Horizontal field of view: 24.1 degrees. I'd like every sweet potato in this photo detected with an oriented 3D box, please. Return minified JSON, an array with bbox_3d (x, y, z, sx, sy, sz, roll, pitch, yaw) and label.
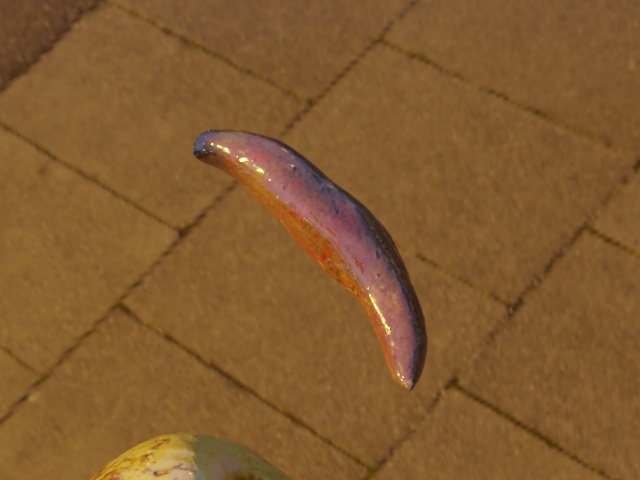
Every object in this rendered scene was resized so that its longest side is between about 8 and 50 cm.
[{"bbox_3d":[0.009,-0.001,1.083,0.078,0.058,0.255,-25,66,-38],"label":"sweet potato"}]

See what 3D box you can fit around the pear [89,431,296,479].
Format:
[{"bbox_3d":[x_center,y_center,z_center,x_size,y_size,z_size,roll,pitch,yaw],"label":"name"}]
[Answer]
[{"bbox_3d":[-0.118,0.306,1.324,0.271,0.271,0.271,-7,53,10],"label":"pear"}]
